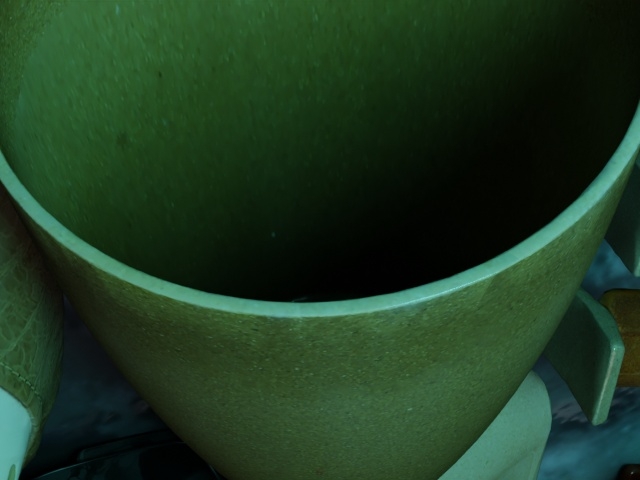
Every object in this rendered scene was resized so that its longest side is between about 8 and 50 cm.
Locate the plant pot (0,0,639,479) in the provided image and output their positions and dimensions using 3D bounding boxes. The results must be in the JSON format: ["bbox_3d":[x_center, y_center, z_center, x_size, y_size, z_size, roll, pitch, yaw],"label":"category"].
[{"bbox_3d":[0.000,0.000,0.717,0.237,0.237,0.254,-12,145,-7],"label":"plant pot"}]

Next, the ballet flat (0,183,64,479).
[{"bbox_3d":[-0.176,0.111,0.747,0.116,0.124,0.342,8,138,-20],"label":"ballet flat"}]

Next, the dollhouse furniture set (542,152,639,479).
[{"bbox_3d":[0.225,0.055,0.891,0.262,0.135,0.259,3,114,-19],"label":"dollhouse furniture set"}]

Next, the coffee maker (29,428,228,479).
[{"bbox_3d":[-0.073,0.185,0.902,0.171,0.120,0.178,-30,139,-36],"label":"coffee maker"}]

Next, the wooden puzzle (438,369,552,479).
[{"bbox_3d":[0.003,0.265,0.887,0.322,0.080,0.348,-32,140,-36],"label":"wooden puzzle"}]
